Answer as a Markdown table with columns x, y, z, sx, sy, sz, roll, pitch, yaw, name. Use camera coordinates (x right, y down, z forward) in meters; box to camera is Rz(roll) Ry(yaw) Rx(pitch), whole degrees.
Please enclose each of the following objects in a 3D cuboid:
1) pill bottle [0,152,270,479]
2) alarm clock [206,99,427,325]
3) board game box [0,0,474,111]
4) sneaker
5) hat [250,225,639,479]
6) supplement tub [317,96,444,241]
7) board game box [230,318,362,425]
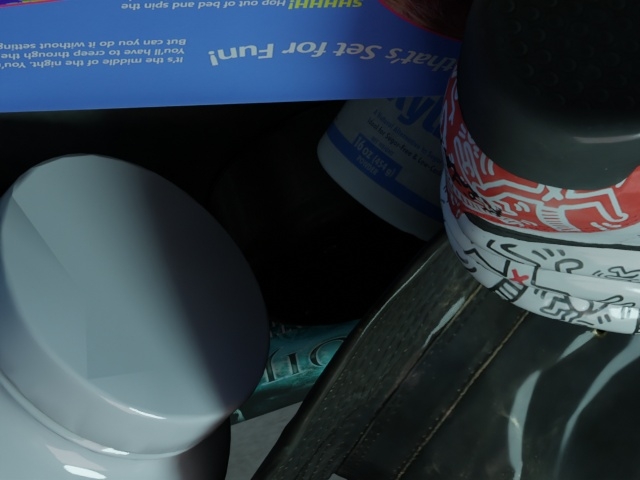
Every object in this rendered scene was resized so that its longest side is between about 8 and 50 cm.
| x | y | z | sx | sy | sz | roll | pitch | yaw | name |
| --- | --- | --- | --- | --- | --- | --- | --- | --- | --- |
| -0.163 | 0.106 | 0.739 | 0.181 | 0.182 | 0.323 | 7 | 142 | -41 | pill bottle |
| 0.000 | 0.000 | 0.795 | 0.192 | 0.064 | 0.129 | -30 | 151 | 23 | alarm clock |
| 0.019 | -0.131 | 0.474 | 0.347 | 0.078 | 0.233 | -3 | 154 | -13 | board game box |
| 0.170 | -0.034 | 0.534 | 0.270 | 0.090 | 0.145 | -3 | 156 | -4 | sneaker |
| 0.099 | 0.061 | 0.738 | 0.331 | 0.134 | 0.331 | -45 | 172 | -8 | hat |
| 0.054 | -0.059 | 0.678 | 0.071 | 0.071 | 0.107 | 17 | 112 | -49 | supplement tub |
| -0.008 | 0.051 | 0.912 | 0.186 | 0.026 | 0.126 | -18 | 151 | -5 | board game box |
